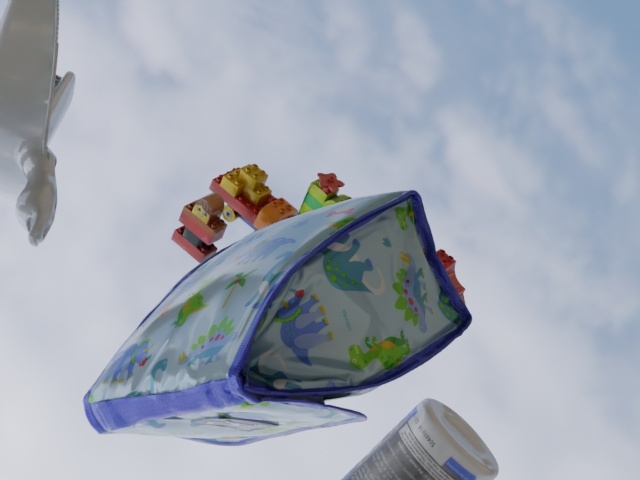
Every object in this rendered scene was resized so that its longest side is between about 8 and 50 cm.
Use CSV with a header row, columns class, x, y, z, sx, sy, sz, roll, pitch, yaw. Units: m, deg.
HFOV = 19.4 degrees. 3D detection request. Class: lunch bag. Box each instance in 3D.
class,x,y,z,sx,sy,sz,roll,pitch,yaw
lunch bag,-0.025,0.048,0.901,0.151,0.129,0.096,-28,-83,-41

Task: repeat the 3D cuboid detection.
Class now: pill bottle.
class,x,y,z,sx,sy,sz,roll,pitch,yaw
pill bottle,0.056,0.187,1.359,0.078,0.137,0.078,42,-168,-11

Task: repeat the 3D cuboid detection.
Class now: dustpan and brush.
class,x,y,z,sx,sy,sz,roll,pitch,yaw
dustpan and brush,-0.165,-0.059,1.063,0.060,0.147,0.211,12,-149,-2

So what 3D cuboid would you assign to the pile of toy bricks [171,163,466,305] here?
class,x,y,z,sx,sy,sz,roll,pitch,yaw
pile of toy bricks,0.000,0.000,1.331,0.212,0.105,0.118,39,-141,19
